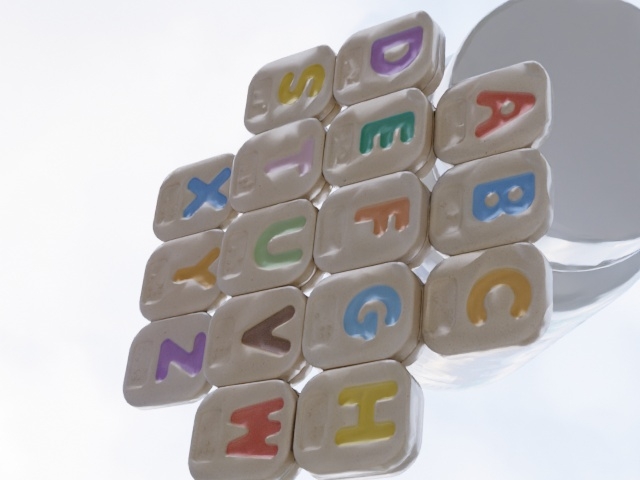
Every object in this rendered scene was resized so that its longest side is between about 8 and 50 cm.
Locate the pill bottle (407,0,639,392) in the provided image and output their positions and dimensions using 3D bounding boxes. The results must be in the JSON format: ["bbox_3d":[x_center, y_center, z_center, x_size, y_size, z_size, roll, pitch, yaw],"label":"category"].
[{"bbox_3d":[0.131,-0.020,0.860,0.204,0.361,0.204,3,-109,-8],"label":"pill bottle"}]

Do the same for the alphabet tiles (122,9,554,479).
[{"bbox_3d":[0.000,0.000,0.664,0.278,0.021,0.284,-12,-123,32],"label":"alphabet tiles"}]
